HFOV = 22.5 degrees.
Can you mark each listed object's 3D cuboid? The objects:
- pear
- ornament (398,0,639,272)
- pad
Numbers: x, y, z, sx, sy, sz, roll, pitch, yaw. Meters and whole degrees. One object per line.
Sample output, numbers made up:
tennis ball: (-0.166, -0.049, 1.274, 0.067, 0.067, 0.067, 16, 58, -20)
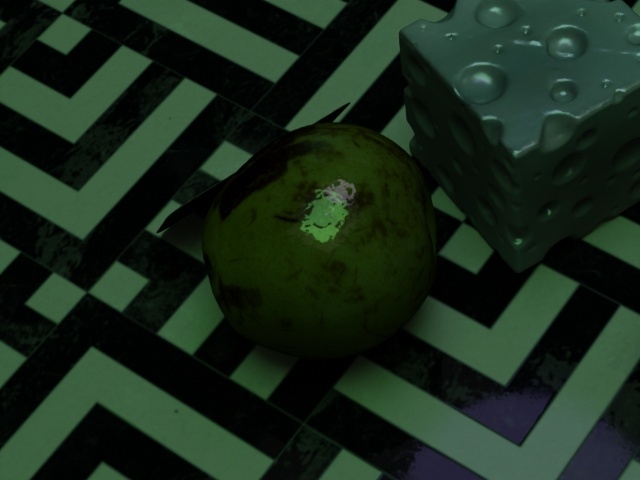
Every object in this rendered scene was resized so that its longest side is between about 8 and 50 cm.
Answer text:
pear: (0.000, 0.000, 1.841, 0.284, 0.283, 0.283, -3, 56, 5)
ornament: (0.261, -0.158, 1.929, 0.240, 0.239, 0.239, -30, 56, -13)
pad: (-0.083, -0.088, 1.973, 0.266, 0.176, 0.002, -33, 89, -15)
